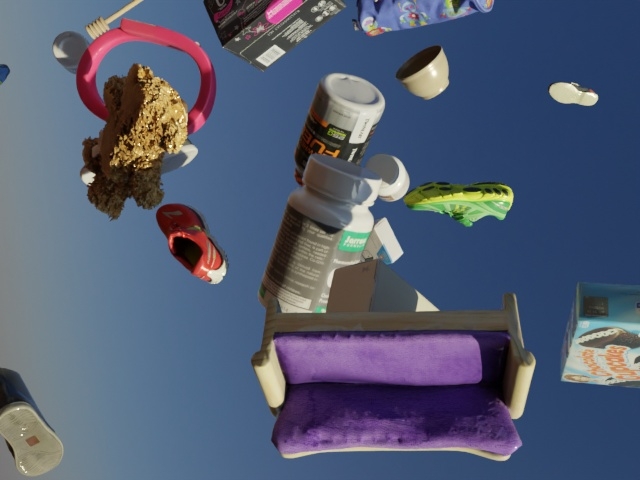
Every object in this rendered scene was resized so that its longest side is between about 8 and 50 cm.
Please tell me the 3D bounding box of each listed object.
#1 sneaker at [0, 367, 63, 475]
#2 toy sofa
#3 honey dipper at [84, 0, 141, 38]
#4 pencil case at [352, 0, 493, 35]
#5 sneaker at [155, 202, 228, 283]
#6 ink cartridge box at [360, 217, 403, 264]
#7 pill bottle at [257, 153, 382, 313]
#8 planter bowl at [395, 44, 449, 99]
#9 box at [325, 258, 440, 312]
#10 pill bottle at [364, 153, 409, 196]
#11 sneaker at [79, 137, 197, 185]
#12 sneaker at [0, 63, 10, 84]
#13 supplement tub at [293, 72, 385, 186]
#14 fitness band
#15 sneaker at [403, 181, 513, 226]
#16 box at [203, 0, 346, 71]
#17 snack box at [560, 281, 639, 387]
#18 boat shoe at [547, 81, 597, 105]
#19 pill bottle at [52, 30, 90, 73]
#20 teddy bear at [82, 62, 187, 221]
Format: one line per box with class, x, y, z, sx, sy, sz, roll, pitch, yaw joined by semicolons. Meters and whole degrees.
sneaker;-0.535;0.328;1.139;0.118;0.083;0.222;47;-33;39
toy sofa;0.097;0.186;0.860;0.150;0.362;0.177;80;12;-47
honey dipper;-0.380;-0.443;1.210;0.031;0.160;0.030;59;3;-5
pencil case;0.219;-0.535;1.374;0.306;0.133;0.120;-1;-103;31
sneaker;-0.326;-0.010;1.507;0.279;0.118;0.107;43;-79;33
ink cartridge box;0.163;0.018;2.120;0.190;0.082;0.140;-18;-75;44
pill bottle;0.000;0.000;1.431;0.204;0.204;0.361;39;-64;48
planter bowl;0.325;-0.501;1.910;0.109;0.162;0.162;50;-20;-25
box;0.129;0.147;1.039;0.094;0.275;0.113;-15;-132;38
pill bottle;0.208;-0.203;1.992;0.229;0.131;0.131;19;55;-76
sneaker;-0.433;-0.214;1.415;0.147;0.295;0.104;54;-46;10
sneaker;-0.875;-0.407;1.601;0.078;0.188;0.067;-79;153;-57
supplement tub;0.040;-0.289;1.756;0.194;0.193;0.316;56;-40;34
fitness band;-0.342;-0.315;1.234;0.054;0.290;0.209;3;105;-79
sneaker;0.378;-0.094;1.731;0.109;0.295;0.124;-73;163;-59
box;-0.100;-0.519;1.372;0.247;0.163;0.142;-31;-110;23
snack box;0.459;0.150;0.916;0.322;0.187;0.060;58;38;-59
boat shoe;0.613;-0.364;1.535;0.043;0.136;0.049;-103;-154;-49
pill bottle;-0.659;-0.500;1.695;0.169;0.094;0.094;-158;-120;-77
teddy bear;-0.337;-0.173;1.136;0.338;0.113;0.245;-53;-128;34
